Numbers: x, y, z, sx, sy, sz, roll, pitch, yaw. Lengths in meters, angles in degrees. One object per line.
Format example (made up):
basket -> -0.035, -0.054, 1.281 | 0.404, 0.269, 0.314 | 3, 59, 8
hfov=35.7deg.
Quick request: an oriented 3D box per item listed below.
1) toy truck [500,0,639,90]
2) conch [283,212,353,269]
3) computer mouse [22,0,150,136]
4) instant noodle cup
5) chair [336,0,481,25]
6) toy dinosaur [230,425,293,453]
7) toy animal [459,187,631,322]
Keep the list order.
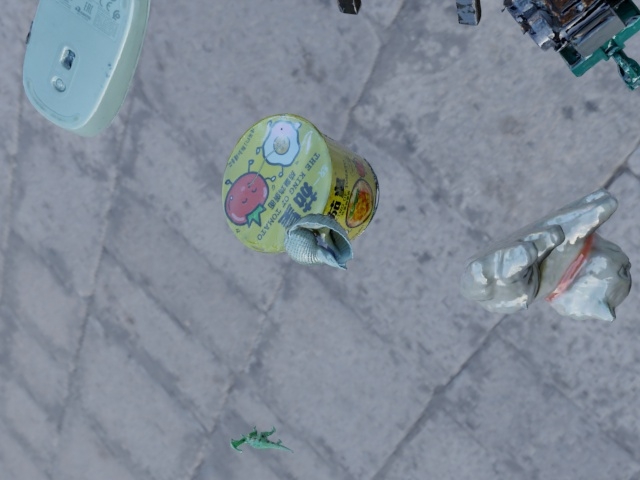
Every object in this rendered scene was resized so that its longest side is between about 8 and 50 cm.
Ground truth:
toy truck -> 0.373, -0.389, 1.525 | 0.176, 0.178, 0.363 | -38, 50, 21
conch -> 0.000, -0.003, 1.163 | 0.085, 0.056, 0.076 | 15, 135, -1
computer mouse -> -0.317, -0.278, 1.384 | 0.159, 0.097, 0.288 | 35, 120, 13
instant noodle cup -> -0.018, -0.067, 1.328 | 0.182, 0.144, 0.182 | -5, 82, 35
chair -> 0.094, -0.476, 1.121 | 0.203, 0.240, 0.416 | 12, 156, 22
toy dinosaur -> -0.080, 0.267, 1.306 | 0.083, 0.062, 0.021 | 22, 121, 53
toy animal -> 0.340, 0.056, 1.458 | 0.266, 0.308, 0.188 | -17, 94, 8
